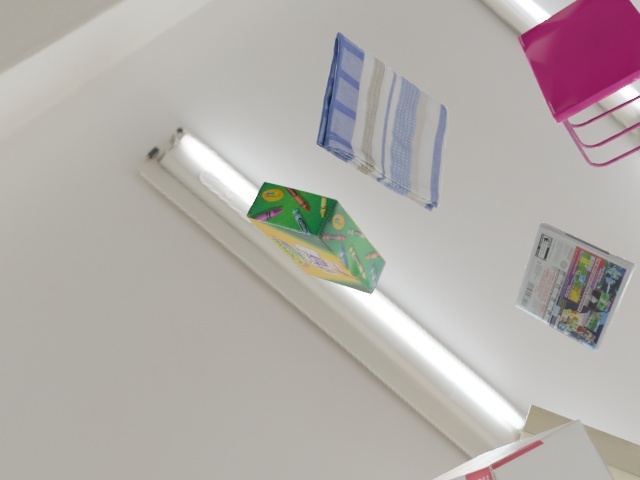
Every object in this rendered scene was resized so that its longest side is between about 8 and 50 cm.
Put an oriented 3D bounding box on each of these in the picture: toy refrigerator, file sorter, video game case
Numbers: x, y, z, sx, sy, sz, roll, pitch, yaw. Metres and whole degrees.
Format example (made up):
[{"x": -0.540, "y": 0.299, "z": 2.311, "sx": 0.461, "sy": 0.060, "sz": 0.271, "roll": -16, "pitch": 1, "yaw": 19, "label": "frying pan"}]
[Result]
[{"x": 0.602, "y": 0.486, "z": 1.522, "sx": 0.269, "sy": 0.102, "sz": 0.094, "roll": 17, "pitch": -136, "yaw": 21, "label": "toy refrigerator"}, {"x": 0.538, "y": -0.311, "z": 1.259, "sx": 0.182, "sy": 0.202, "sz": 0.291, "roll": 42, "pitch": -149, "yaw": -34, "label": "file sorter"}, {"x": 0.476, "y": 0.088, "z": 1.253, "sx": 0.183, "sy": 0.201, "sz": 0.023, "roll": 31, "pitch": -139, "yaw": 34, "label": "video game case"}]

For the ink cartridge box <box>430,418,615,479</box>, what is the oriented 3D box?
[{"x": 0.285, "y": 0.405, "z": 1.051, "sx": 0.207, "sy": 0.283, "sz": 0.117, "roll": -14, "pitch": -112, "yaw": -31, "label": "ink cartridge box"}]

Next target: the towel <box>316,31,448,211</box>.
[{"x": 0.116, "y": -0.190, "z": 1.091, "sx": 0.285, "sy": 0.034, "sz": 0.209, "roll": 24, "pitch": -112, "yaw": -39, "label": "towel"}]

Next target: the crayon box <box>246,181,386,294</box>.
[{"x": 0.000, "y": 0.000, "z": 1.272, "sx": 0.165, "sy": 0.278, "sz": 0.081, "roll": 16, "pitch": -107, "yaw": 32, "label": "crayon box"}]
